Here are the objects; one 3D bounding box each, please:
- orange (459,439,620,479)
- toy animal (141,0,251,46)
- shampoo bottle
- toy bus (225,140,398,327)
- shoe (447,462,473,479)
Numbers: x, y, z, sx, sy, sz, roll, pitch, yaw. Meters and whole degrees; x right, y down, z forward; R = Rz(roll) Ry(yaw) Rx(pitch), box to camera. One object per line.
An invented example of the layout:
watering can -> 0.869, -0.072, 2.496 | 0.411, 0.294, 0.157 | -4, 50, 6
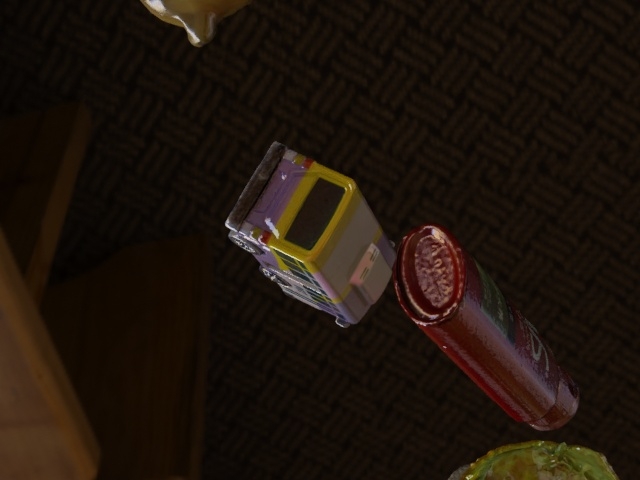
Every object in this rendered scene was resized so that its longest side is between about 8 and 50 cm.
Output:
orange -> 0.176, 0.299, 1.215 | 0.179, 0.237, 0.158 | 21, 144, 0
toy animal -> -0.127, -0.332, 1.412 | 0.169, 0.195, 0.281 | 3, 82, 15
shampoo bottle -> 0.176, 0.103, 1.430 | 0.076, 0.118, 0.314 | -29, 138, 15
toy bus -> 0.000, 0.000, 0.677 | 0.058, 0.052, 0.102 | 26, 168, 23
shoe -> 0.168, 0.364, 1.624 | 0.112, 0.227, 0.099 | 10, 144, 35
